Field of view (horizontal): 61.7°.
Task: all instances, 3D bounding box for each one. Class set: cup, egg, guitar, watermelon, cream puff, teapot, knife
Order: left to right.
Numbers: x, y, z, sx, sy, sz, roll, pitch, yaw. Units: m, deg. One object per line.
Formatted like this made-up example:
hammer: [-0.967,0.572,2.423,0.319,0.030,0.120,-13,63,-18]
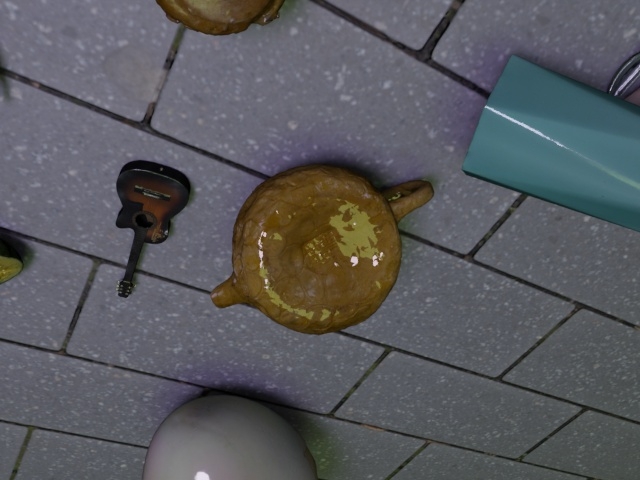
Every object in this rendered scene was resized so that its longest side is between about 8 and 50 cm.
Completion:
watermelon: [-0.445,0.025,0.687,0.105,0.062,0.105,-25,163,-9]
guitar: [-0.242,-0.004,0.720,0.088,0.025,0.233,15,126,-19]
cream puff: [-0.094,-0.267,0.469,0.150,0.115,0.165,18,115,-28]
egg: [-0.153,0.414,0.907,0.283,0.283,0.345,-23,115,12]
teapot: [0.000,0.000,0.680,0.311,0.167,0.203,-31,103,-7]
cup: [0.289,-0.095,0.572,0.235,0.148,0.134,24,102,19]
knife: [0.390,-0.234,0.614,0.022,0.026,0.184,-12,142,-53]

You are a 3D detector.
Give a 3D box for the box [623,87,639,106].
box: [0.442,-0.139,0.651,0.199,0.081,0.135,-38,132,25]
